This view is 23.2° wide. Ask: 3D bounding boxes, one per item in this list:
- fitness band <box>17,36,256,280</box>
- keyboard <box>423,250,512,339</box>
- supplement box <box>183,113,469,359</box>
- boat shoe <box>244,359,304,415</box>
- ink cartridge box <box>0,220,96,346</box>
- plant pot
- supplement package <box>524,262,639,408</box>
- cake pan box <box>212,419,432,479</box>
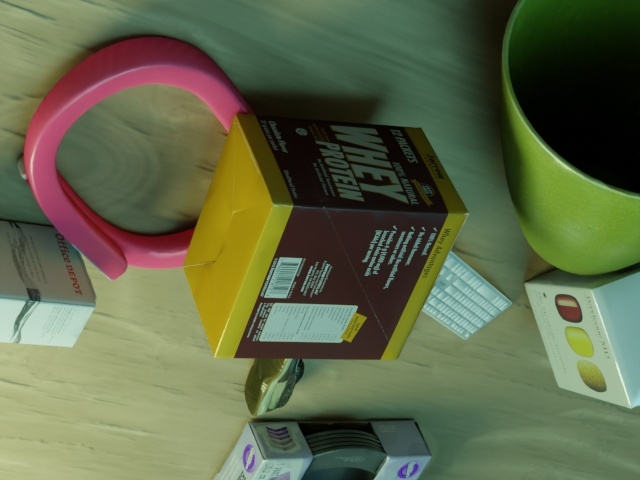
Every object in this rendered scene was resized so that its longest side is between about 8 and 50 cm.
[{"bbox_3d":[-0.154,-0.069,1.445,0.209,0.054,0.291,-32,141,3],"label":"fitness band"},{"bbox_3d":[0.150,0.061,1.724,0.072,0.014,0.256,-34,155,11],"label":"keyboard"},{"bbox_3d":[0.000,0.000,1.452,0.194,0.129,0.191,3,130,-25],"label":"supplement box"},{"bbox_3d":[-0.043,0.138,1.726,0.049,0.056,0.152,-7,146,-29],"label":"boat shoe"},{"bbox_3d":[-0.295,0.037,1.433,0.150,0.109,0.063,8,128,-34],"label":"ink cartridge box"},{"bbox_3d":[0.290,-0.091,1.524,0.274,0.275,0.293,-16,156,-12],"label":"plant pot"},{"bbox_3d":[0.337,0.089,1.709,0.134,0.139,0.244,-20,-178,-8],"label":"supplement package"},{"bbox_3d":[-0.020,0.322,1.923,0.245,0.070,0.267,3,131,-34],"label":"cake pan box"}]
